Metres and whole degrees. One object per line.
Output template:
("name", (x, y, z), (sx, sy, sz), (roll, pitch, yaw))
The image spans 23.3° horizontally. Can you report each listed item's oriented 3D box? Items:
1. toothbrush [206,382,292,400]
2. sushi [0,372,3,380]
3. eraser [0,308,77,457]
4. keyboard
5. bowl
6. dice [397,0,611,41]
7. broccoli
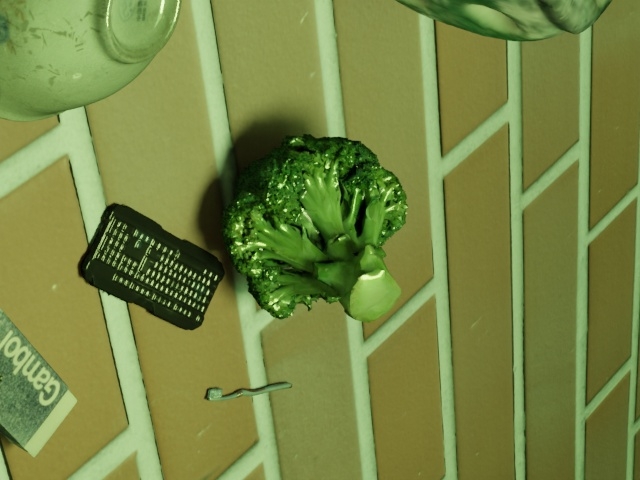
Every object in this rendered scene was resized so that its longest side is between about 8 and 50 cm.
("toothbrush", (-0.097, 0.210, 2.172), (0.193, 0.013, 0.019), (1, 99, -55))
("sushi", (-0.451, 0.171, 1.591), (0.192, 0.040, 0.210), (-52, 144, -4))
("eraser", (-0.354, 0.154, 1.733), (0.092, 0.046, 0.212), (-54, 145, -20))
("keyboard", (-0.202, 0.038, 1.914), (0.262, 0.016, 0.106), (34, 80, -57))
("bowl", (-0.231, -0.253, 1.583), (0.313, 0.146, 0.313), (-32, 133, -41))
("dice", (0.209, -0.456, 1.914), (0.330, 0.348, 0.328), (-63, 150, -5))
("broccoli", (0.000, 0.000, 1.973), (0.270, 0.270, 0.270), (-18, 133, -21))
